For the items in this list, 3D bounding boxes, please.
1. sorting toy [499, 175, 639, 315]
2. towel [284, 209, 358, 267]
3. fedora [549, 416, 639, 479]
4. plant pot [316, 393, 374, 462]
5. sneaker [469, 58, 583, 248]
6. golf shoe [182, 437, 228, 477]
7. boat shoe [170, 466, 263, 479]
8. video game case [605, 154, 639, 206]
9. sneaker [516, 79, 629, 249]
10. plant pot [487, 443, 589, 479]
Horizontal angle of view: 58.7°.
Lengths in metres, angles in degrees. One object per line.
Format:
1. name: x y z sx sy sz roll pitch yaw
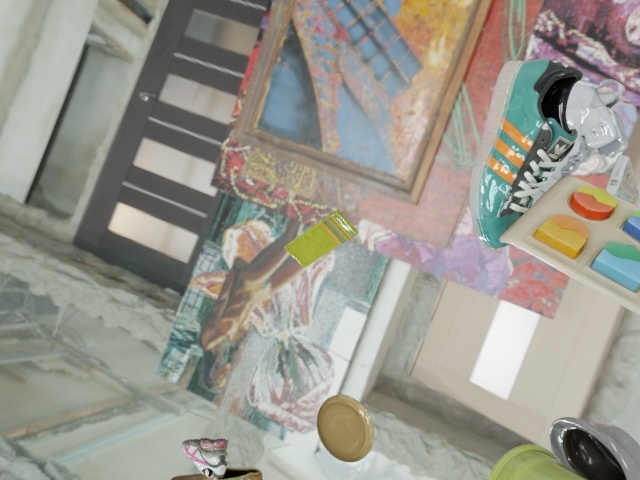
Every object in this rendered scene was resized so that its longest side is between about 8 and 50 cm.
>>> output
1. sorting toy: 0.370 -0.009 0.741 0.208 0.038 0.193 31 -130 31
2. towel: 0.000 0.000 1.775 0.102 0.237 0.021 46 -148 -17
3. fedora: 0.806 0.604 1.619 0.124 0.244 0.275 -19 -157 -24
4. plant pot: 0.083 0.664 2.009 0.236 0.237 0.032 21 140 -20
5. sneaker: 0.318 -0.130 0.876 0.108 0.303 0.121 5 -173 -44
6. golf shoe: -0.268 0.493 1.294 0.067 0.086 0.186 6 163 -33
7. boat shoe: -0.324 0.741 1.761 0.307 0.105 0.111 1 -172 3
8. video game case: 0.636 -0.044 1.231 0.026 0.207 0.227 19 173 39
9. sneaker: 0.497 -0.156 1.167 0.210 0.366 0.137 7 -179 39
10. plant pot: 0.542 0.617 1.242 0.276 0.276 0.254 21 167 -23
